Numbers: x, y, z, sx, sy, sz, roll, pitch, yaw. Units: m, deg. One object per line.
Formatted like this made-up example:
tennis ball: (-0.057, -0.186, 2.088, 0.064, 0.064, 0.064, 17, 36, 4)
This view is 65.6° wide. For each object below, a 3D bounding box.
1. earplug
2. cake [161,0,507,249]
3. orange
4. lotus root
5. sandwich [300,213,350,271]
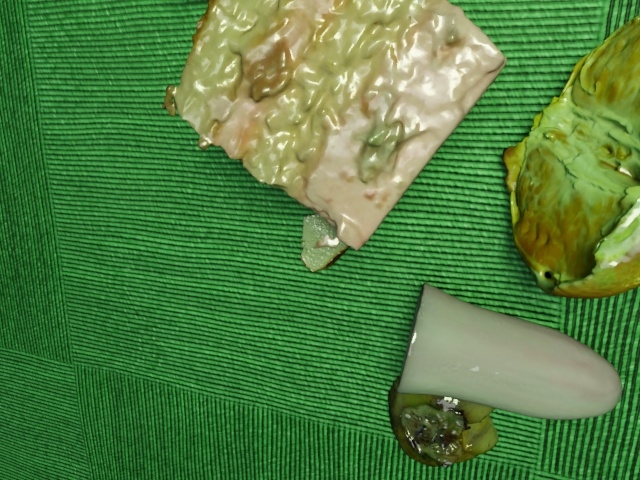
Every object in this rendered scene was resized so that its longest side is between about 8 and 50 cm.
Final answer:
earplug: (0.279, 0.182, 0.730, 0.302, 0.172, 0.172, 14, 108, 12)
cake: (0.035, -0.215, 0.646, 0.307, 0.293, 0.314, 38, 118, 2)
orange: (0.355, -0.077, 0.573, 0.196, 0.262, 0.334, 27, 113, -5)
lotus root: (0.201, 0.305, 0.832, 0.204, 0.078, 0.183, -32, 92, 23)
sandwich: (0.000, 0.000, 0.849, 0.093, 0.036, 0.105, 44, 116, 4)
